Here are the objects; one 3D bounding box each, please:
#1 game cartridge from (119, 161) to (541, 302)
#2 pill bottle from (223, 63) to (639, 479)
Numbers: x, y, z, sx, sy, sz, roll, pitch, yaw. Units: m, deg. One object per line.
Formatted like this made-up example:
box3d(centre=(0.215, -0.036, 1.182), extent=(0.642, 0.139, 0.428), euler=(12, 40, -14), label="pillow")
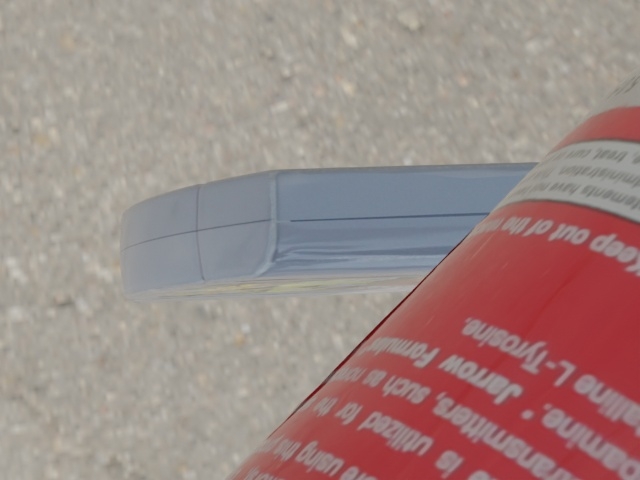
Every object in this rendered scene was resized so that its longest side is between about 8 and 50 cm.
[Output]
box3d(centre=(0.000, 0.000, 1.033), extent=(0.196, 0.294, 0.060), euler=(2, 85, -17), label="game cartridge")
box3d(centre=(0.045, 0.150, 0.484), extent=(0.408, 0.229, 0.229), euler=(-44, 127, -16), label="pill bottle")
